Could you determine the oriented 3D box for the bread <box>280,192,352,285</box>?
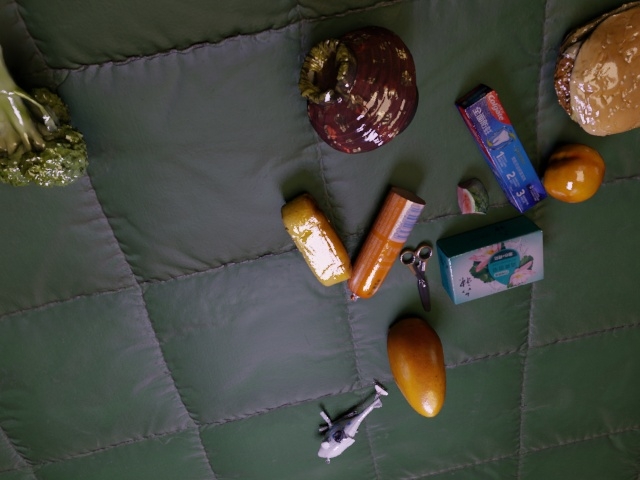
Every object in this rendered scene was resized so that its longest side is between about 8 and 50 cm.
[{"bbox_3d":[0.000,0.000,1.193,0.094,0.102,0.246,-25,119,12],"label":"bread"}]

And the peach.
[{"bbox_3d":[0.589,-0.160,1.178,0.138,0.138,0.138,-4,119,-7],"label":"peach"}]

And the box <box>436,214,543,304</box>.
[{"bbox_3d":[0.434,0.050,1.296,0.244,0.092,0.153,-18,120,0],"label":"box"}]

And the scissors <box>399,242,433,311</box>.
[{"bbox_3d":[0.268,0.106,1.343,0.088,0.017,0.220,-18,121,0],"label":"scissors"}]

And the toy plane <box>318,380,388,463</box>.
[{"bbox_3d":[0.099,0.556,1.516,0.273,0.107,0.182,-28,125,2],"label":"toy plane"}]

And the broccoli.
[{"bbox_3d":[-0.564,-0.246,0.923,0.253,0.186,0.302,11,126,30],"label":"broccoli"}]

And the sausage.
[{"bbox_3d":[0.146,0.024,1.234,0.092,0.093,0.312,16,115,-18],"label":"sausage"}]

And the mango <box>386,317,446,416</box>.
[{"bbox_3d":[0.256,0.333,1.328,0.137,0.257,0.187,10,117,-15],"label":"mango"}]

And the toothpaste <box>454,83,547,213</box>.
[{"bbox_3d":[0.420,-0.205,1.168,0.076,0.066,0.320,-34,118,10],"label":"toothpaste"}]

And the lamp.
[{"bbox_3d":[0.072,-0.287,0.968,0.246,0.247,0.247,-4,119,-7],"label":"lamp"}]

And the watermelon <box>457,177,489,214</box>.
[{"bbox_3d":[0.370,-0.107,1.227,0.092,0.072,0.085,-21,116,-43],"label":"watermelon"}]

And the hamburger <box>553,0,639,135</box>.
[{"bbox_3d":[0.647,-0.360,1.078,0.283,0.145,0.260,-26,123,11],"label":"hamburger"}]
